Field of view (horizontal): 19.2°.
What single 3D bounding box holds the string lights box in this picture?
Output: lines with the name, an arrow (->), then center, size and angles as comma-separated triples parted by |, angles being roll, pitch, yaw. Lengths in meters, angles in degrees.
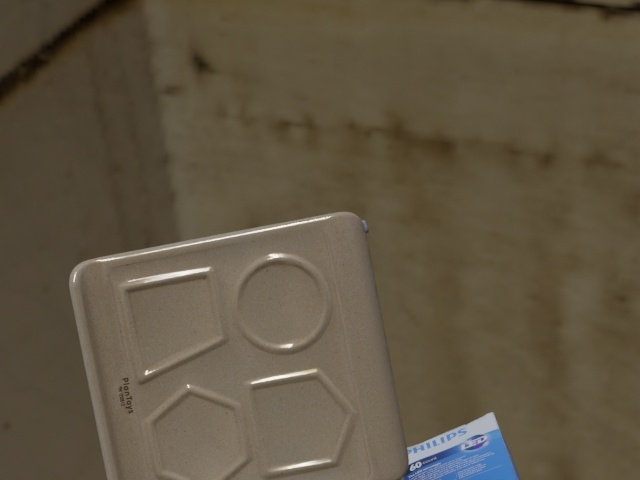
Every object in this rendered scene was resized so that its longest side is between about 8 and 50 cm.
string lights box -> 0.179, 0.317, 2.225 | 0.260, 0.133, 0.077 | -103, -11, -64

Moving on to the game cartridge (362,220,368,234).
game cartridge -> 0.000, 0.000, 1.638 | 0.056, 0.083, 0.017 | -30, -76, -42

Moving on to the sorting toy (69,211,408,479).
sorting toy -> -0.056, 0.091, 1.313 | 0.038, 0.208, 0.193 | -101, 0, -86
